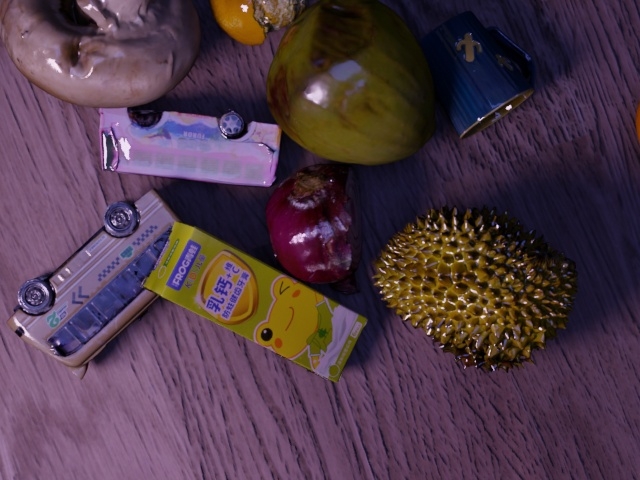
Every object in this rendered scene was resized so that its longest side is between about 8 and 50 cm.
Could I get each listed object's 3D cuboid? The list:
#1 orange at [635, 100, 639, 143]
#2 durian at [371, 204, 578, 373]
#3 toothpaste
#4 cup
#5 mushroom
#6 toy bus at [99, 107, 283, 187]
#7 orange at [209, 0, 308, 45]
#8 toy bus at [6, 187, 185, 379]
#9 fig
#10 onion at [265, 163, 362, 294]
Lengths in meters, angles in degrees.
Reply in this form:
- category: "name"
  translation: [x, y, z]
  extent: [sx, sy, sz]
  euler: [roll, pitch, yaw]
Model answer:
- category: "orange"
  translation: [0.592, -0.174, 1.892]
  extent: [0.240, 0.171, 0.240]
  euler: [0, 88, -4]
- category: "durian"
  translation: [0.221, 0.061, 1.836]
  extent: [0.293, 0.258, 0.258]
  euler: [27, 86, 4]
- category: "toothpaste"
  translation: [-0.089, 0.092, 1.835]
  extent: [0.327, 0.077, 0.110]
  euler: [29, 85, -27]
- category: "cup"
  translation: [0.238, -0.259, 1.915]
  extent: [0.176, 0.131, 0.155]
  euler: [-31, 85, -33]
- category: "mushroom"
  translation: [-0.308, -0.342, 1.792]
  extent: [0.293, 0.290, 0.292]
  euler: [7, 55, -10]
- category: "toy bus"
  translation: [-0.195, -0.145, 1.901]
  extent: [0.274, 0.090, 0.112]
  euler: [6, 93, -1]
- category: "orange"
  translation: [-0.088, -0.359, 1.890]
  extent: [0.157, 0.156, 0.134]
  euler: [-10, 126, -3]
- category: "toy bus"
  translation: [-0.312, 0.060, 1.863]
  extent: [0.289, 0.139, 0.157]
  euler: [-43, 94, -7]
- category: "fig"
  translation: [0.059, -0.223, 1.850]
  extent: [0.271, 0.239, 0.239]
  euler: [31, 86, -26]
- category: "onion"
  translation: [0.000, 0.000, 1.878]
  extent: [0.140, 0.195, 0.218]
  euler: [-10, 128, 4]
